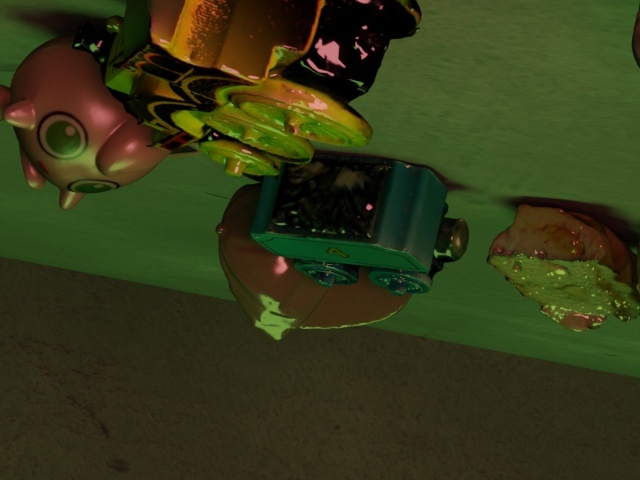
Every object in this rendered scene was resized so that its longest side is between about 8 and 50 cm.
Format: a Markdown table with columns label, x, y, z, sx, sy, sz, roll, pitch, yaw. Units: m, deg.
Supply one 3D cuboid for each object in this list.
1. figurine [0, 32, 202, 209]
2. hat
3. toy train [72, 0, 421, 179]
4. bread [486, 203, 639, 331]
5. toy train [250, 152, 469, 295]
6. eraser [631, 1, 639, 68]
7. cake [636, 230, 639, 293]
| label | x | y | z | sx | sy | sz | roll | pitch | yaw |
| --- | --- | --- | --- | --- | --- | --- | --- | --- | --- |
| figurine | -0.162 | -0.088 | 1.061 | 0.138 | 0.125 | 0.125 | -7 | 168 | 12 |
| hat | 0.000 | 0.000 | 1.491 | 0.173 | 0.166 | 0.144 | -21 | 144 | 39 |
| toy train | -0.054 | -0.108 | 0.870 | 0.160 | 0.100 | 0.296 | 21 | 170 | -15 |
| bread | 0.246 | 0.022 | 1.450 | 0.128 | 0.088 | 0.232 | -3 | 161 | 24 |
| toy train | 0.032 | -0.018 | 1.383 | 0.198 | 0.107 | 0.154 | 7 | 163 | 25 |
| eraser | 0.258 | -0.073 | 0.689 | 0.155 | 0.102 | 0.332 | 5 | 171 | 27 |
| cake | 0.400 | 0.042 | 1.358 | 0.225 | 0.090 | 0.109 | 9 | 168 | 9 |
